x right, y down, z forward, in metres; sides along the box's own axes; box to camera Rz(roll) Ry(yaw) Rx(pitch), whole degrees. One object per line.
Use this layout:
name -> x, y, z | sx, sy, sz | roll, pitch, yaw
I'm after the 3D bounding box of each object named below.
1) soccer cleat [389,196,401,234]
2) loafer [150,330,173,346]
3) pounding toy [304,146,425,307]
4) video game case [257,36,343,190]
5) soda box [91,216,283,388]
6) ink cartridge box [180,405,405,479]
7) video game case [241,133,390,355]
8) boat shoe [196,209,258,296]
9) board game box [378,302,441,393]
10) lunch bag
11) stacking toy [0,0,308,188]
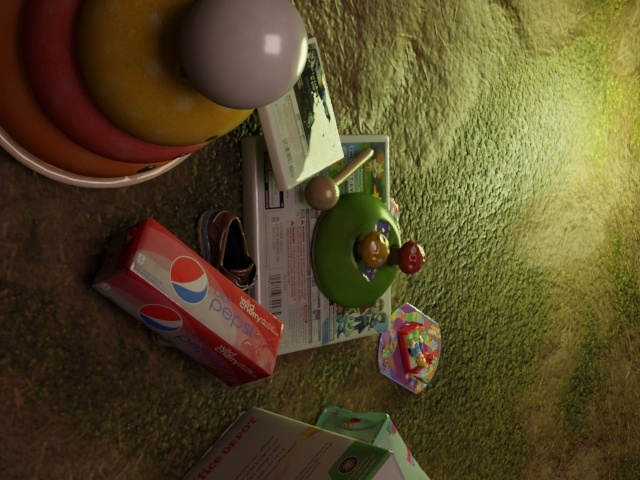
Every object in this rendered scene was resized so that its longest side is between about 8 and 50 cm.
soccer cleat -> 0.115, -0.035, 1.731 | 0.035, 0.029, 0.083 | -43, 128, -48
loafer -> -0.177, 0.135, 1.446 | 0.125, 0.039, 0.045 | 10, 86, -45
pounding toy -> 0.082, -0.007, 1.594 | 0.183, 0.110, 0.237 | -31, 115, -40
video game case -> -0.034, -0.186, 1.503 | 0.173, 0.022, 0.190 | -34, 114, -54
soda box -> -0.169, 0.088, 1.379 | 0.263, 0.083, 0.092 | 41, 45, -30
ink cartridge box -> -0.045, 0.363, 1.433 | 0.201, 0.278, 0.117 | -45, 126, -33
video game case -> 0.000, 0.000, 1.616 | 0.300, 0.036, 0.329 | -6, 97, -45
boat shoe -> -0.127, 0.047, 1.469 | 0.066, 0.066, 0.183 | -29, 113, -40
board game box -> 0.169, 0.189, 1.804 | 0.168, 0.033, 0.133 | 36, 69, -41
lunch bag -> 0.044, 0.428, 1.613 | 0.223, 0.160, 0.262 | 56, 51, -33
stacking toy -> -0.166, -0.200, 1.089 | 0.350, 0.480, 0.351 | -7, 104, -28
